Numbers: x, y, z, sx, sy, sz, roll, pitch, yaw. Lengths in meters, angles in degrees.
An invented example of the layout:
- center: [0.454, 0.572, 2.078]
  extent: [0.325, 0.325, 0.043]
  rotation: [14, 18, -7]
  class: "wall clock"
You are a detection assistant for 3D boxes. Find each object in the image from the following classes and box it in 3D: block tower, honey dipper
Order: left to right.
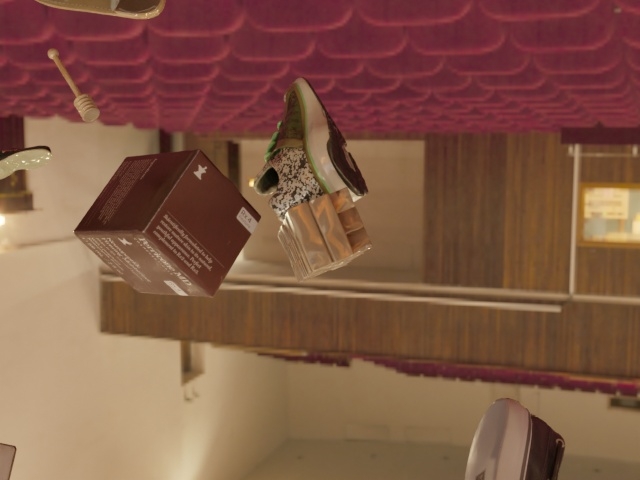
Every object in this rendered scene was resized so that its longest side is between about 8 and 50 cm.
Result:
- center: [-0.407, -0.259, 1.483]
  extent: [0.030, 0.030, 0.160]
  rotation: [-7, -127, -44]
  class: "honey dipper"
- center: [0.000, 0.000, 1.334]
  extent: [0.091, 0.097, 0.335]
  rotation: [-22, 178, -6]
  class: "block tower"

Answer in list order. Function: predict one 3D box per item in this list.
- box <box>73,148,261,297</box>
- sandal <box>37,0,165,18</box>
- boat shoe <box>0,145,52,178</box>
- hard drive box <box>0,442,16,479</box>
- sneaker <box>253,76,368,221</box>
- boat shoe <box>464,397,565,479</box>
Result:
- center: [-0.243, -0.026, 1.439]
  extent: [0.203, 0.167, 0.168]
  rotation: [0, 141, 45]
  class: "box"
- center: [-0.344, -0.370, 1.356]
  extent: [0.240, 0.088, 0.079]
  rotation: [15, 174, 4]
  class: "sandal"
- center: [-0.540, -0.148, 1.621]
  extent: [0.133, 0.042, 0.049]
  rotation: [-15, 141, 17]
  class: "boat shoe"
- center: [-0.444, 0.323, 0.966]
  extent: [0.181, 0.089, 0.232]
  rotation: [17, -133, -18]
  class: "hard drive box"
- center: [-0.052, -0.162, 1.623]
  extent: [0.182, 0.158, 0.410]
  rotation: [-30, -153, 6]
  class: "sneaker"
- center: [0.141, 0.227, 0.672]
  extent: [0.076, 0.080, 0.228]
  rotation: [28, -134, -7]
  class: "boat shoe"
